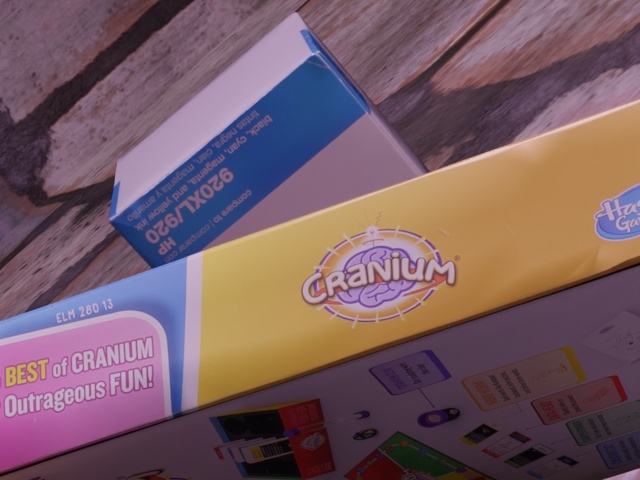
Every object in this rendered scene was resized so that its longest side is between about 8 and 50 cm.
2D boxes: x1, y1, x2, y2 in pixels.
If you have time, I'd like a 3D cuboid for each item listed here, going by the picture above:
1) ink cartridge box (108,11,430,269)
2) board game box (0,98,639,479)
[{"bbox_3d":[0.000,0.000,1.052,0.168,0.232,0.171,-39,15,6],"label":"ink cartridge box"},{"bbox_3d":[0.026,0.066,0.690,0.316,0.242,0.064,-19,62,10],"label":"board game box"}]
